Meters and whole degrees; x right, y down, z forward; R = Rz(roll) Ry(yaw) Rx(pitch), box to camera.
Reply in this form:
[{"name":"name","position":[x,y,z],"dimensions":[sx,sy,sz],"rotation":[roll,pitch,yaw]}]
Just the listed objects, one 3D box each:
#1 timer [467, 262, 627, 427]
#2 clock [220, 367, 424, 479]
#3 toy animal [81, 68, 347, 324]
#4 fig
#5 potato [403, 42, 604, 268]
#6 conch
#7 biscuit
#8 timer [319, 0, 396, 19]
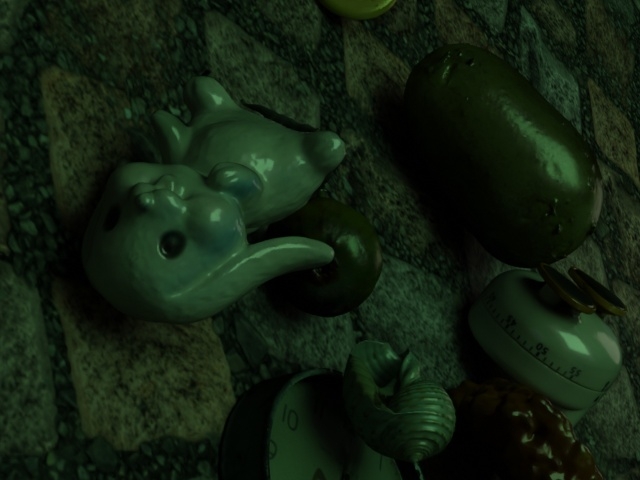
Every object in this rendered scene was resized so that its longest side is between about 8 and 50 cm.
[{"name":"timer","position":[0.314,0.162,2.149],"dimensions":[0.233,0.240,0.233],"rotation":[32,17,-11]},{"name":"clock","position":[0.016,0.299,1.668],"dimensions":[0.325,0.067,0.325],"rotation":[35,42,-40]},{"name":"toy animal","position":[-0.129,-0.035,1.553],"dimensions":[0.289,0.174,0.249],"rotation":[-21,43,-27]},{"name":"fig","position":[0.000,0.000,1.839],"dimensions":[0.149,0.149,0.245],"rotation":[56,9,-15]},{"name":"potato","position":[0.267,-0.133,2.211],"dimensions":[0.359,0.219,0.270],"rotation":[52,2,-4]},{"name":"conch","position":[0.080,0.188,1.681],"dimensions":[0.135,0.102,0.153],"rotation":[23,16,-33]},{"name":"biscuit","position":[0.304,0.311,1.935],"dimensions":[0.318,0.110,0.312],"rotation":[52,-4,-2]},{"name":"timer","position":[0.123,-0.532,2.209],"dimensions":[0.387,0.376,0.376],"rotation":[-16,80,-16]}]
